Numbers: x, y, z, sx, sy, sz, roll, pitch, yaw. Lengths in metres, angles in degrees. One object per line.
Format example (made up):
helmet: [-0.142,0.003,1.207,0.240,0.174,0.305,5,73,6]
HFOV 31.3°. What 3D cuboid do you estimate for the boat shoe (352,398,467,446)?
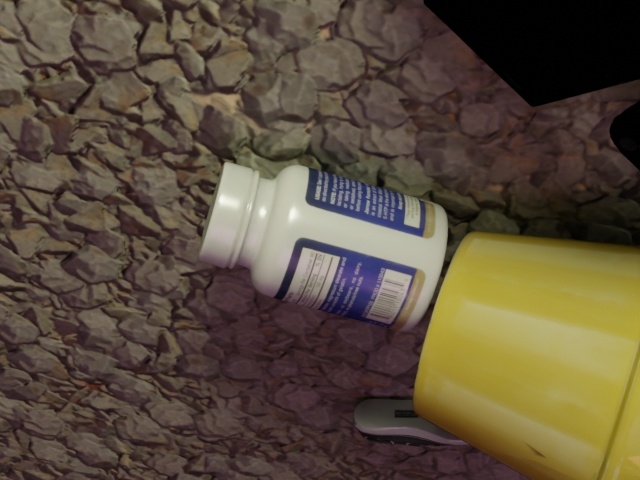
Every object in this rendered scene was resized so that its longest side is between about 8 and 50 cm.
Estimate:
boat shoe: [0.105,0.190,1.175,0.142,0.049,0.040,4,143,14]

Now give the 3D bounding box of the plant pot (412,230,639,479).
plant pot: [0.213,0.103,0.937,0.239,0.254,0.254,16,139,14]

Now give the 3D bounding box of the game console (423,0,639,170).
game console: [0.232,-0.079,0.737,0.361,0.044,0.213,40,168,-12]

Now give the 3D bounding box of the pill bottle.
pill bottle: [0.000,0.000,0.937,0.186,0.112,0.112,16,136,-8]
